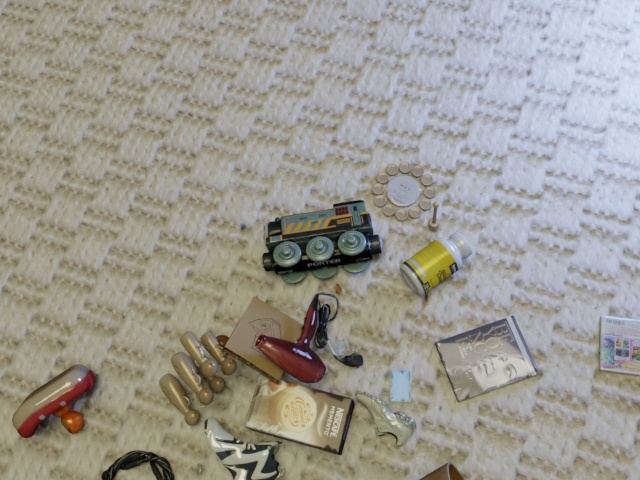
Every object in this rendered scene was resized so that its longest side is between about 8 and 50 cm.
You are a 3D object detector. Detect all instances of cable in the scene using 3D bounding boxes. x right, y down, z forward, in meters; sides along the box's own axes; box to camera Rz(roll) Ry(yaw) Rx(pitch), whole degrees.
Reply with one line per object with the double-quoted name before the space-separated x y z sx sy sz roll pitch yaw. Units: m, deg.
"cable" -0.470 0.610 1.801 0.185 0.047 0.150 15 71 12

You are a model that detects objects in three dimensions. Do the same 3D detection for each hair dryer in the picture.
"hair dryer" -0.042 0.259 1.819 0.294 0.080 0.223 -5 60 -41

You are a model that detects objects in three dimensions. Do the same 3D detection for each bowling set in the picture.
"bowling set" -0.276 0.327 1.822 0.200 0.287 0.154 -26 68 -39

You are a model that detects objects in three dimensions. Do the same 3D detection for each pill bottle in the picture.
"pill bottle" 0.311 0.058 1.895 0.184 0.103 0.103 -35 70 -7

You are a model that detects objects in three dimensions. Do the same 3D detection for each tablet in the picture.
"tablet" 0.207 0.377 1.837 0.054 0.006 0.083 1 70 6

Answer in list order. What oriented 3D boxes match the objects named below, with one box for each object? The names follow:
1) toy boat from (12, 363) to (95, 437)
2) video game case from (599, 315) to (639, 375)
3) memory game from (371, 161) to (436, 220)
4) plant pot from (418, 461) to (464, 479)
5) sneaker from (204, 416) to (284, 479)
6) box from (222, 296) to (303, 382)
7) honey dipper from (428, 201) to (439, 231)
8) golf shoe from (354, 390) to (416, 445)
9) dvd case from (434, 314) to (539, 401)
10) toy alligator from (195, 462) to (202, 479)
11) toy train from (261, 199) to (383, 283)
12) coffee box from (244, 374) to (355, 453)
"toy boat" -0.680 0.442 1.855 0.231 0.151 0.151 -34 98 -7
"video game case" 0.795 0.271 1.807 0.157 0.019 0.143 6 70 8
"memory game" 0.239 -0.141 2.028 0.186 0.012 0.186 -2 70 5
"plant pot" 0.231 0.671 1.625 0.254 0.237 0.237 -27 68 13
"sneaker" -0.179 0.520 1.779 0.153 0.094 0.235 -33 69 -8
"box" -0.143 0.253 1.834 0.164 0.021 0.201 32 41 -3
"honey dipper" 0.307 -0.065 1.911 0.031 0.160 0.030 -2 69 7
"golf shoe" 0.151 0.448 1.786 0.176 0.069 0.086 30 81 17
"dvd case" 0.430 0.305 1.834 0.221 0.018 0.164 -19 68 -1
"toy alligator" -0.293 0.656 1.764 0.051 0.056 0.189 18 64 -32
"toy train" 0.000 0.000 1.943 0.334 0.142 0.190 -10 56 5
"coffee box" -0.050 0.440 1.791 0.247 0.098 0.141 12 70 11
